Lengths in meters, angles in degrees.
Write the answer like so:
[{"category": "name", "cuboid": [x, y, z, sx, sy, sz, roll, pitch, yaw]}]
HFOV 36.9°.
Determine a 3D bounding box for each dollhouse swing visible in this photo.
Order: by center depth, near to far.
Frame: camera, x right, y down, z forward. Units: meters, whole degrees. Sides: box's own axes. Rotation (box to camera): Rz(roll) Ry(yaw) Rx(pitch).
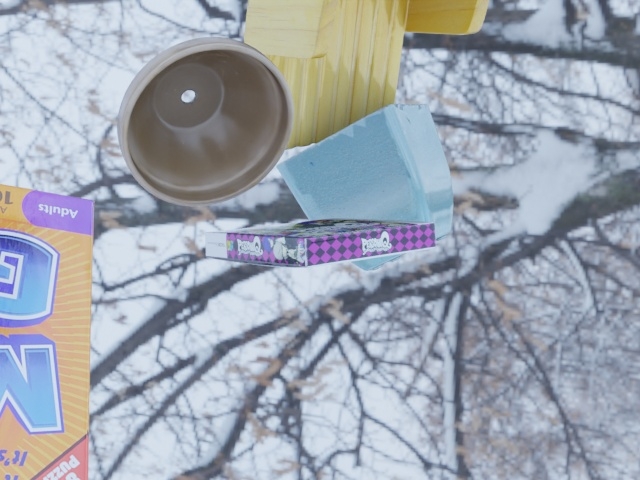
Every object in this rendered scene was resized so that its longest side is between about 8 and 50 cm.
[{"category": "dollhouse swing", "cuboid": [0.081, -0.300, 1.642, 0.347, 0.315, 0.304, -14, -69, -32]}]

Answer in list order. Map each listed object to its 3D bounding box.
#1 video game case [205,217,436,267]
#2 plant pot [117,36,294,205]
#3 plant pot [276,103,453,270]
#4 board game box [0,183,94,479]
[{"category": "video game case", "cuboid": [0.000, 0.000, 1.279, 0.232, 0.210, 0.041, -7, -83, -40]}, {"category": "plant pot", "cuboid": [-0.163, -0.174, 1.294, 0.109, 0.237, 0.237, 56, 172, 49]}, {"category": "plant pot", "cuboid": [0.114, -0.088, 1.794, 0.252, 0.248, 0.247, 65, -156, 2]}, {"category": "board game box", "cuboid": [-0.467, 0.163, 1.031, 0.356, 0.356, 0.356, 10, -125, -26]}]
